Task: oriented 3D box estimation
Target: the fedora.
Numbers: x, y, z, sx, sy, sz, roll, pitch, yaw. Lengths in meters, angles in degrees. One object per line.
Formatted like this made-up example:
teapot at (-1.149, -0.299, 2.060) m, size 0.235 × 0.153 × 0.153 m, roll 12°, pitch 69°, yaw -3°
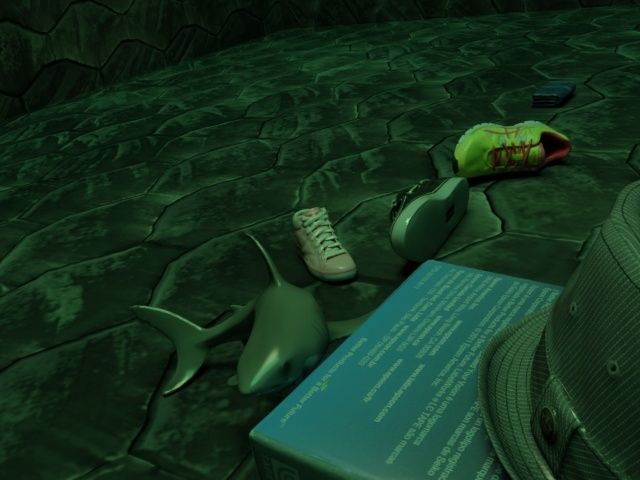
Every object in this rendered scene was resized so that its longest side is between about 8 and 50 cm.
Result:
fedora at (0.203, 0.045, 0.322) m, size 0.243 × 0.124 × 0.275 m, roll -3°, pitch 26°, yaw 10°

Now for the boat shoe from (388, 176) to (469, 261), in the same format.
boat shoe at (0.129, -0.031, 0.840) m, size 0.070 × 0.078 × 0.219 m, roll 6°, pitch 21°, yaw 29°

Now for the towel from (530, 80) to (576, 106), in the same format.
towel at (0.494, -0.310, 1.366) m, size 0.067 × 0.029 × 0.119 m, roll 9°, pitch 29°, yaw 34°

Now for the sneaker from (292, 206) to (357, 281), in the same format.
sneaker at (0.000, 0.000, 0.815) m, size 0.051 × 0.070 × 0.134 m, roll -16°, pitch 27°, yaw -20°

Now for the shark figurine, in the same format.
shark figurine at (-0.061, 0.055, 0.570) m, size 0.166 × 0.116 × 0.278 m, roll -28°, pitch 8°, yaw -29°

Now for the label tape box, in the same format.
label tape box at (0.168, 0.140, 0.411) m, size 0.347 × 0.115 × 0.249 m, roll 13°, pitch 33°, yaw 34°

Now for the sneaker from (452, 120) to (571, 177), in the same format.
sneaker at (0.301, -0.141, 1.005) m, size 0.208 × 0.082 × 0.094 m, roll -18°, pitch 28°, yaw -21°
